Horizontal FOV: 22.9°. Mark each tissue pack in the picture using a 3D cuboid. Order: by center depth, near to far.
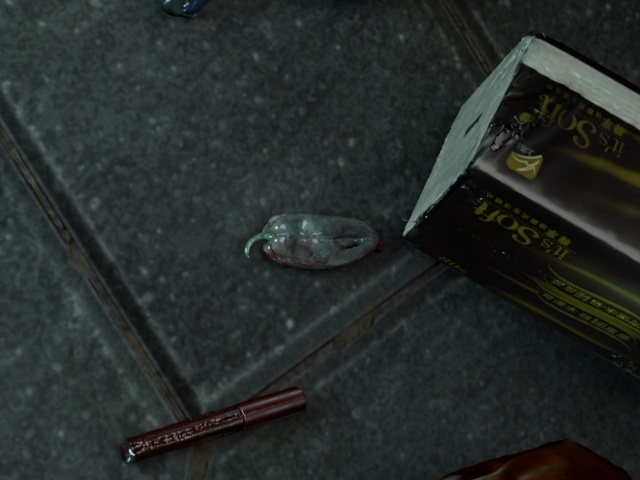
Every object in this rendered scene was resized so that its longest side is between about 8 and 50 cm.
[{"bbox_3d":[0.283,-0.020,1.485,0.370,0.210,0.198,30,68,-4],"label":"tissue pack"}]

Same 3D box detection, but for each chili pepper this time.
[{"bbox_3d":[0.000,0.000,1.457,0.153,0.041,0.050,4,117,-29],"label":"chili pepper"}]

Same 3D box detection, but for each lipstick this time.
[{"bbox_3d":[-0.093,0.160,1.373,0.176,0.027,0.027,-14,84,-29],"label":"lipstick"}]

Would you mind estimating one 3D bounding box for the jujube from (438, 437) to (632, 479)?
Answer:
[{"bbox_3d":[0.213,0.366,1.356,0.276,0.276,0.377,-24,88,-32],"label":"jujube"}]

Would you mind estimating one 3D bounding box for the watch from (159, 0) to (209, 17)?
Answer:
[{"bbox_3d":[-0.065,-0.375,1.404,0.276,0.274,0.068,69,16,1],"label":"watch"}]
